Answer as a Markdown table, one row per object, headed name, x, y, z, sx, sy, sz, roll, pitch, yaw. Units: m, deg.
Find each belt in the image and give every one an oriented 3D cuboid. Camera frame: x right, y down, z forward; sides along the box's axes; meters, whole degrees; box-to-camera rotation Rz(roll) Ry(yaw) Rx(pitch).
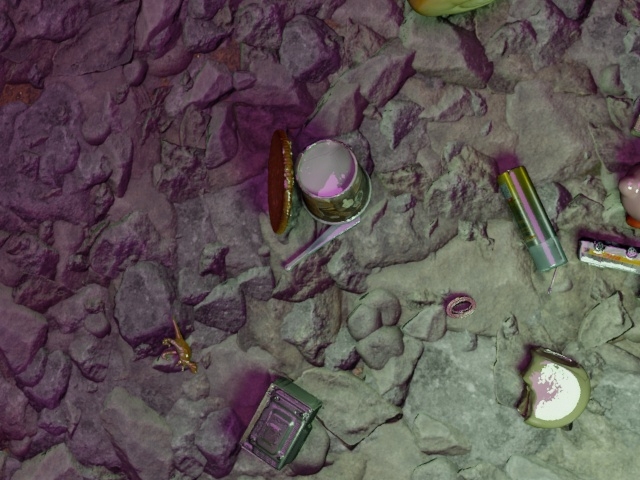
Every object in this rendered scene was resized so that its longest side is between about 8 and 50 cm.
| name | x | y | z | sx | sy | sz | roll | pitch | yaw |
| --- | --- | --- | --- | --- | --- | --- | --- | --- | --- |
| belt | 0.388 | 0.184 | 1.484 | 0.084 | 0.036 | 0.059 | -20 | 78 | 9 |

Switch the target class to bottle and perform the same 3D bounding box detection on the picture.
| name | x | y | z | sx | sy | sz | roll | pitch | yaw |
| --- | --- | --- | --- | --- | --- | --- | --- | --- | --- |
| bottle | 0.568 | -0.058 | 1.443 | 0.082 | 0.082 | 0.285 | -22 | 79 | 11 |

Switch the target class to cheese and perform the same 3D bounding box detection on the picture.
| name | x | y | z | sx | sy | sz | roll | pitch | yaw |
| --- | --- | --- | --- | --- | --- | --- | --- | --- | --- |
| cheese | 0.592 | 0.391 | 1.381 | 0.176 | 0.091 | 0.202 | 26 | 90 | 17 |

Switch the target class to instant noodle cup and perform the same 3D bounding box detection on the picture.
| name | x | y | z | sx | sy | sz | roll | pitch | yaw |
| --- | --- | --- | --- | --- | --- | --- | --- | --- | --- |
| instant noodle cup | 0.031 | -0.171 | 1.516 | 0.218 | 0.207 | 0.217 | -2 | 78 | 9 |

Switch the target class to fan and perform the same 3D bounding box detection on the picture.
| name | x | y | z | sx | sy | sz | roll | pitch | yaw |
| --- | --- | --- | --- | --- | --- | --- | --- | --- | --- |
| fan | 0.000 | 0.000 | 1.612 | 0.282 | 0.023 | 0.057 | -36 | 78 | 6 |

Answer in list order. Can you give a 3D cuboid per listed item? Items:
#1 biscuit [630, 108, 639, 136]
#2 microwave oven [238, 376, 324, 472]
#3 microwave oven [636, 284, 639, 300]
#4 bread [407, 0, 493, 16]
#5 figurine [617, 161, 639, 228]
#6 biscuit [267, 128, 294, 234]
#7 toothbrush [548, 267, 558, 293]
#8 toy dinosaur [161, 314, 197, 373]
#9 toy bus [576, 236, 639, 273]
| name | x | y | z | sx | sy | sz | roll | pitch | yaw |
| --- | --- | --- | --- | --- | --- | --- | --- | --- | --- |
| biscuit | 0.915 | -0.356 | 1.414 | 0.121 | 0.040 | 0.199 | 23 | 88 | 18 |
| microwave oven | -0.112 | 0.519 | 1.523 | 0.163 | 0.129 | 0.204 | 28 | 92 | 17 |
| microwave oven | 0.924 | 0.082 | 1.305 | 0.194 | 0.145 | 0.240 | 34 | 92 | 17 |
| bread | 0.379 | -0.832 | 1.497 | 0.349 | 0.253 | 0.375 | -14 | 82 | 9 |
| figurine | 0.839 | -0.127 | 1.340 | 0.174 | 0.173 | 0.173 | -2 | 83 | 14 |
| biscuit | -0.114 | -0.166 | 1.532 | 0.038 | 0.305 | 0.304 | 0 | 83 | -14 |
| toothbrush | 0.633 | 0.098 | 1.447 | 0.006 | 0.008 | 0.096 | 19 | 87 | 2 |
| toy dinosaur | -0.428 | 0.327 | 1.676 | 0.127 | 0.039 | 0.161 | 14 | 82 | 5 |
| toy bus | 0.761 | 0.040 | 1.398 | 0.172 | 0.057 | 0.072 | 13 | 96 | 15 |
